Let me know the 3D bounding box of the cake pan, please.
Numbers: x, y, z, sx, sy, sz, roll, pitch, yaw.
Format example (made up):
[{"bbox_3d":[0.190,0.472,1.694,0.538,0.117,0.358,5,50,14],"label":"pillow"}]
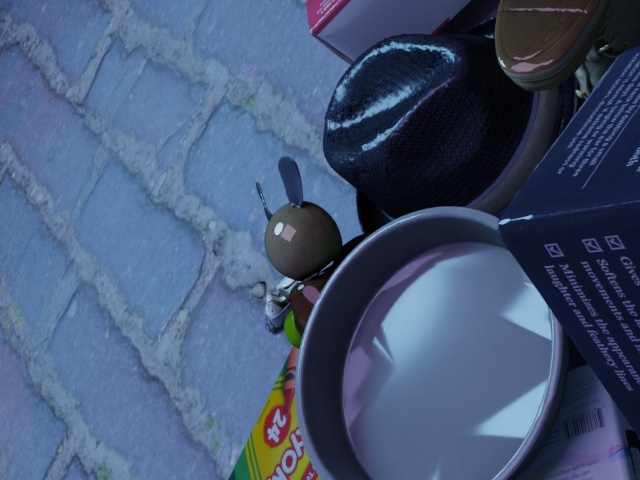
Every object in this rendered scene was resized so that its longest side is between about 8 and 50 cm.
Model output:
[{"bbox_3d":[0.103,0.115,1.161,0.293,0.054,0.293,-18,61,36],"label":"cake pan"}]

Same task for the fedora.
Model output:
[{"bbox_3d":[0.115,-0.128,1.390,0.334,0.153,0.334,-30,50,42],"label":"fedora"}]

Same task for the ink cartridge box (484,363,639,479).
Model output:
[{"bbox_3d":[0.221,0.211,1.106,0.127,0.072,0.175,-26,51,28],"label":"ink cartridge box"}]

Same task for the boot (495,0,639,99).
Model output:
[{"bbox_3d":[0.245,-0.184,1.164,0.095,0.203,0.262,1,50,28],"label":"boot"}]

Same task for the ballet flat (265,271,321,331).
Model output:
[{"bbox_3d":[-0.045,0.070,1.594,0.114,0.041,0.041,-47,39,28],"label":"ballet flat"}]

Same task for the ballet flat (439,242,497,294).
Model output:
[{"bbox_3d":[0.202,0.023,1.237,0.348,0.123,0.123,-49,38,28],"label":"ballet flat"}]

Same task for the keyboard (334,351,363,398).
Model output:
[{"bbox_3d":[0.113,0.170,1.229,0.072,0.014,0.256,-44,61,-13],"label":"keyboard"}]

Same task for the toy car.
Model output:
[{"bbox_3d":[0.000,0.000,1.367,0.188,0.149,0.155,55,147,3],"label":"toy car"}]

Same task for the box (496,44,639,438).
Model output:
[{"bbox_3d":[0.368,0.012,0.792,0.395,0.293,0.212,-8,35,51],"label":"box"}]

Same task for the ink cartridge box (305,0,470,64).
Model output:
[{"bbox_3d":[0.088,-0.376,1.554,0.226,0.131,0.306,-44,34,28],"label":"ink cartridge box"}]

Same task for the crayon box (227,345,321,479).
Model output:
[{"bbox_3d":[0.036,0.251,1.347,0.318,0.081,0.202,31,96,55],"label":"crayon box"}]
